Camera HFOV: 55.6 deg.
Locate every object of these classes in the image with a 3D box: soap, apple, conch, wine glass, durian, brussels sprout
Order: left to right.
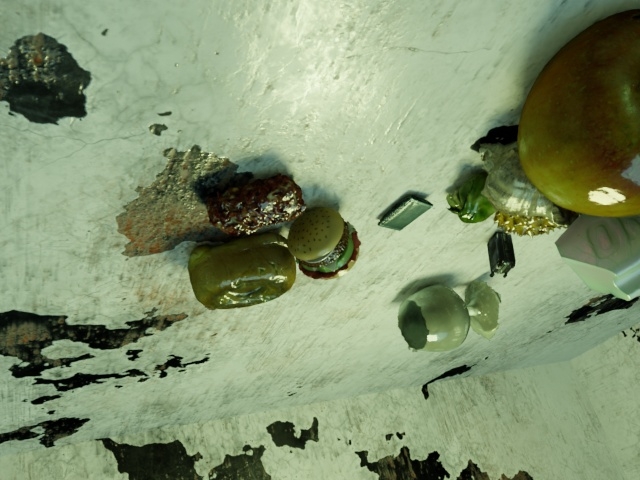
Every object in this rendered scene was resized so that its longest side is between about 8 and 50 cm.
[{"bbox_3d":[0.436,0.258,2.064,0.322,0.238,0.238,-8,152,-24],"label":"wine glass"},{"bbox_3d":[0.400,-0.105,1.516,0.181,0.100,0.139,10,128,-34],"label":"brussels sprout"},{"bbox_3d":[0.479,-0.136,1.403,0.291,0.210,0.159,41,153,-14],"label":"conch"},{"bbox_3d":[0.559,-0.056,1.609,0.191,0.112,0.341,-22,171,-5],"label":"durian"},{"bbox_3d":[0.573,-0.229,1.174,0.384,0.374,0.374,-55,154,-12],"label":"apple"},{"bbox_3d":[0.681,-0.025,1.263,0.115,0.208,0.347,36,121,-24],"label":"soap"}]

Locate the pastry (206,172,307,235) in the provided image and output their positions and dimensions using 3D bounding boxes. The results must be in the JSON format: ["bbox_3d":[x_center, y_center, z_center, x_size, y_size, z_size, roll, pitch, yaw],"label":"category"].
[{"bbox_3d":[-0.136,-0.072,1.269,0.208,0.097,0.115,-15,143,-1],"label":"pastry"}]

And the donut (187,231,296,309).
[{"bbox_3d":[-0.188,0.081,1.483,0.261,0.128,0.208,-12,153,-7],"label":"donut"}]

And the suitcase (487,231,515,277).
[{"bbox_3d":[0.544,0.041,1.830,0.059,0.126,0.086,5,149,-7],"label":"suitcase"}]

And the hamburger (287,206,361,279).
[{"bbox_3d":[0.002,0.001,1.416,0.175,0.175,0.137,-25,139,15],"label":"hamburger"}]

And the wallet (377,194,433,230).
[{"bbox_3d":[0.211,-0.070,1.538,0.088,0.026,0.129,12,143,-37],"label":"wallet"}]
